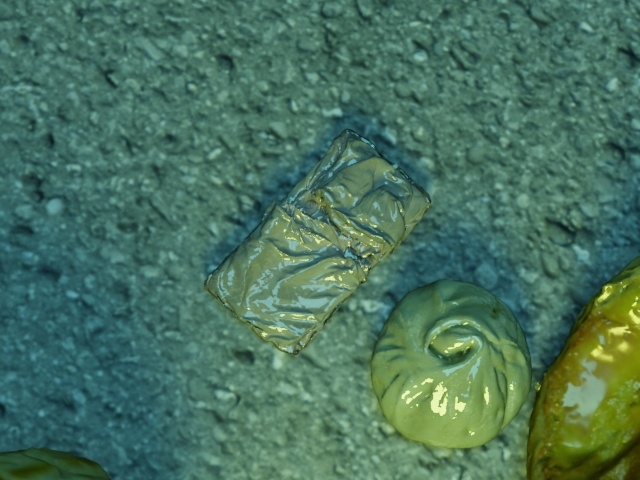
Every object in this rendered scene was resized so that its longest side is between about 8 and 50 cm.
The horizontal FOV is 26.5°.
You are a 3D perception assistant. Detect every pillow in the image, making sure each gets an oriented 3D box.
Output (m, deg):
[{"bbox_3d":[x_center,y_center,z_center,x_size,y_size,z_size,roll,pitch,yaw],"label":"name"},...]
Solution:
[{"bbox_3d":[0.000,0.000,1.478,0.135,0.049,0.248,43,79,2],"label":"pillow"}]

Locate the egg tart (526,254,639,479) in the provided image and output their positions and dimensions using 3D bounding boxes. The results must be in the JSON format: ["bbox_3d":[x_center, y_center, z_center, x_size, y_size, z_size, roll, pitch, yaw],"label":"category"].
[{"bbox_3d":[0.370,0.174,1.326,0.169,0.388,0.388,28,73,-25],"label":"egg tart"}]

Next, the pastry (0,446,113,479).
[{"bbox_3d":[-0.267,0.386,1.217,0.388,0.312,0.388,-17,55,25],"label":"pastry"}]

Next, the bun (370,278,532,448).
[{"bbox_3d":[0.144,0.128,1.430,0.183,0.102,0.183,1,78,-7],"label":"bun"}]
